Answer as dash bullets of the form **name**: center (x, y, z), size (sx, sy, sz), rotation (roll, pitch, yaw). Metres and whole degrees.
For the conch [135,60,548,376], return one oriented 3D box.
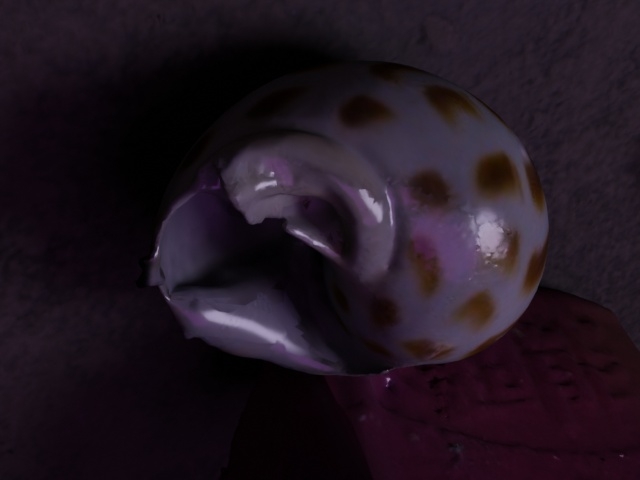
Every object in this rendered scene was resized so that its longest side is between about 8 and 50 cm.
- **conch**: center (0.034, -0.010, 0.791), size (0.182, 0.149, 0.275), rotation (-25, 136, 34)

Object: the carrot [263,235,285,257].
- **carrot**: center (0.000, 0.000, 0.870), size (0.093, 0.032, 0.032), rotation (-23, 137, -22)

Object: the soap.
- **soap**: center (0.103, 0.132, 0.920), size (0.324, 0.220, 0.127), rotation (5, 128, -36)
